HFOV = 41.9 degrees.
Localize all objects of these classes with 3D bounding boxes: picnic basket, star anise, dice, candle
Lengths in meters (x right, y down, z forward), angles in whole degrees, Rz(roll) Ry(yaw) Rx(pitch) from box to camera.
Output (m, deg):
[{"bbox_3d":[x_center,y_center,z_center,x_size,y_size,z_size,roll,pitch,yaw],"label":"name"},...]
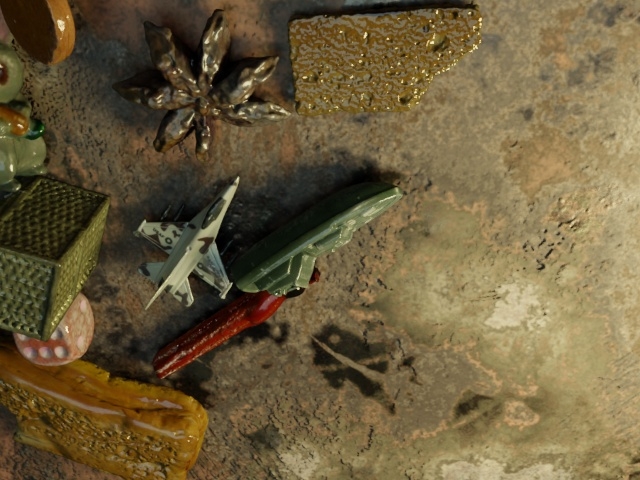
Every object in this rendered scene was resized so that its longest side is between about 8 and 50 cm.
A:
[{"bbox_3d":[-0.399,0.014,1.135,0.154,0.196,0.134,19,121,-3],"label":"picnic basket"},{"bbox_3d":[-0.156,-0.196,1.052,0.212,0.073,0.197,-27,116,18],"label":"star anise"},{"bbox_3d":[-0.402,0.128,1.261,0.093,0.091,0.094,-3,120,10],"label":"dice"},{"bbox_3d":[-0.134,0.121,1.245,0.329,0.051,0.048,-34,108,23],"label":"candle"}]

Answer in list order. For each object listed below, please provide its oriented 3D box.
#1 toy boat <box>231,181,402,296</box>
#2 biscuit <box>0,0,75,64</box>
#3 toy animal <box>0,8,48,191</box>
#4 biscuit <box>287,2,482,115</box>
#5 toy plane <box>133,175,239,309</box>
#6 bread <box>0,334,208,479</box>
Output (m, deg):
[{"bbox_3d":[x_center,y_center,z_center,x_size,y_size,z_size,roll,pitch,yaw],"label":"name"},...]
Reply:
[{"bbox_3d":[0.000,0.000,1.130,0.260,0.078,0.085,-32,72,15],"label":"toy boat"},{"bbox_3d":[-0.364,-0.360,0.957,0.205,0.049,0.324,-3,115,46],"label":"biscuit"},{"bbox_3d":[-0.430,-0.191,1.071,0.127,0.125,0.251,-10,115,-19],"label":"toy animal"},{"bbox_3d":[0.080,-0.222,1.033,0.237,0.026,0.131,-2,121,8],"label":"biscuit"},{"bbox_3d":[-0.173,-0.002,1.173,0.160,0.082,0.234,37,104,-2],"label":"toy plane"},{"bbox_3d":[-0.373,0.278,1.338,0.380,0.109,0.185,20,125,-3],"label":"bread"}]
